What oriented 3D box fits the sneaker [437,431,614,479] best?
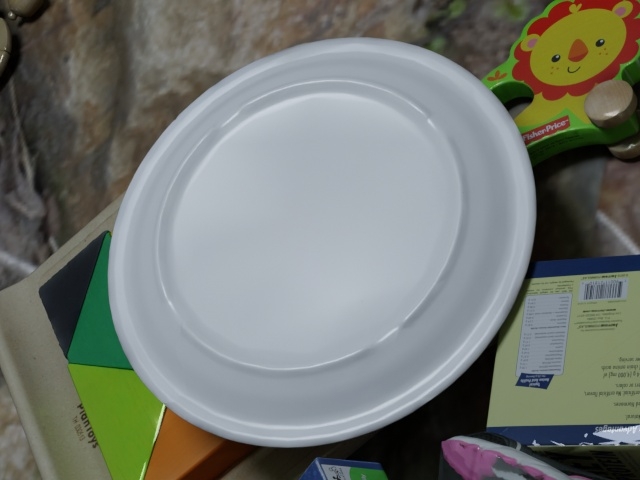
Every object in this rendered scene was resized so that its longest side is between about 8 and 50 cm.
[{"bbox_3d":[0.126,0.124,0.629,0.178,0.077,0.072,27,116,28],"label":"sneaker"}]

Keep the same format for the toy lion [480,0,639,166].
[{"bbox_3d":[0.113,-0.074,0.783,0.100,0.034,0.096,-23,47,20],"label":"toy lion"}]

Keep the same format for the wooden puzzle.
[{"bbox_3d":[-0.051,0.032,0.812,0.239,0.044,0.221,-37,50,8],"label":"wooden puzzle"}]

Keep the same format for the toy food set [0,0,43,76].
[{"bbox_3d":[-0.205,-0.137,1.027,0.078,0.019,0.122,17,81,38],"label":"toy food set"}]

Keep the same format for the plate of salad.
[{"bbox_3d":[0.000,0.000,0.738,0.200,0.048,0.200,-8,63,17],"label":"plate of salad"}]

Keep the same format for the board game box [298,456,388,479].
[{"bbox_3d":[-0.017,0.201,0.647,0.201,0.035,0.136,-54,44,28],"label":"board game box"}]

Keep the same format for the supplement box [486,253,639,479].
[{"bbox_3d":[0.120,0.056,0.682,0.083,0.056,0.083,-5,61,31],"label":"supplement box"}]
